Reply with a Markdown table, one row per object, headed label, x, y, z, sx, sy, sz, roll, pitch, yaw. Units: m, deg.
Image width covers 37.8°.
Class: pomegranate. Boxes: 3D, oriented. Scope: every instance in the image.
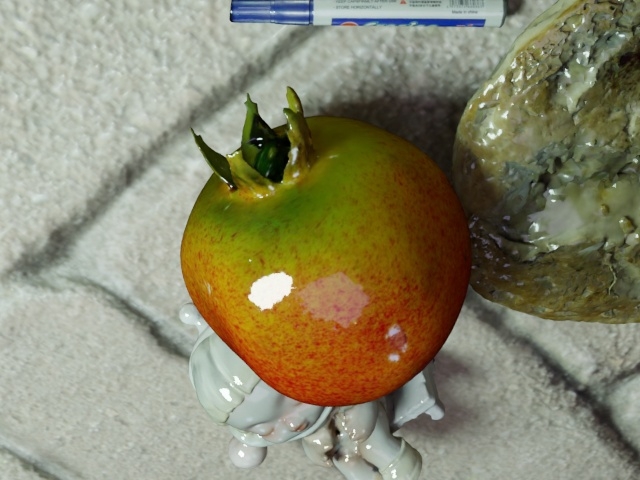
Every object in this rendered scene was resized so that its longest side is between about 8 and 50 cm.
| label | x | y | z | sx | sy | sz | roll | pitch | yaw |
| --- | --- | --- | --- | --- | --- | --- | --- | --- | --- |
| pomegranate | 0.000 | 0.000 | 0.702 | 0.221 | 0.220 | 0.256 | -19 | 131 | 12 |

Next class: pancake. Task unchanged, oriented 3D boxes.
| label | x | y | z | sx | sy | sz | roll | pitch | yaw |
| --- | --- | --- | --- | --- | --- | --- | --- | --- | --- |
| pancake | 0.286 | -0.066 | 0.747 | 0.387 | 0.082 | 0.386 | -4 | 129 | -5 |

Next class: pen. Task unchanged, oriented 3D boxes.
| label | x | y | z | sx | sy | sz | roll | pitch | yaw |
| --- | --- | --- | --- | --- | --- | --- | --- | --- | --- |
| pen | 0.035 | -0.169 | 0.689 | 0.204 | 0.025 | 0.025 | -1 | 129 | -2 |

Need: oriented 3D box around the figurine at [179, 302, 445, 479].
| label | x | y | z | sx | sy | sz | roll | pitch | yaw |
| --- | --- | --- | --- | --- | --- | --- | --- | --- | --- |
| figurine | -0.014 | 0.131 | 0.868 | 0.257 | 0.144 | 0.182 | 33 | 141 | -28 |
